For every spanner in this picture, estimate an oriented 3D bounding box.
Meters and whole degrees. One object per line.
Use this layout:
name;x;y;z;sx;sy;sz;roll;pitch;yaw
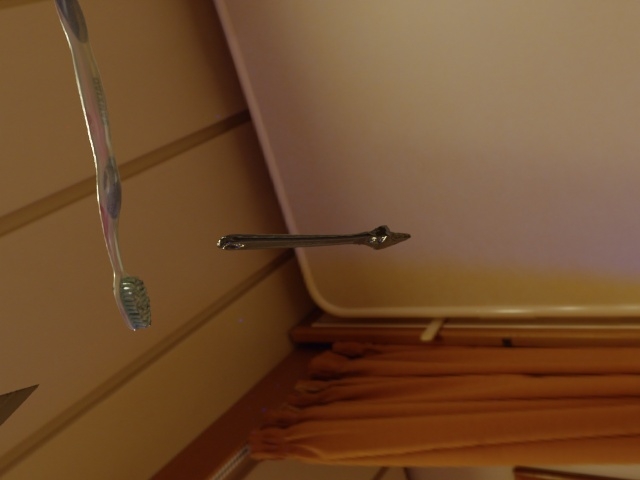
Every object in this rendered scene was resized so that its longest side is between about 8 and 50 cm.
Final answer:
spanner;0.000;0.000;0.700;0.209;0.046;0.012;-2;-109;-33

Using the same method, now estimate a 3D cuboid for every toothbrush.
toothbrush;-0.165;-0.057;0.572;0.021;0.027;0.269;-35;-61;-59

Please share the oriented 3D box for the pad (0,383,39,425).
pad;-0.355;0.199;0.662;0.004;0.163;0.243;44;-179;6
